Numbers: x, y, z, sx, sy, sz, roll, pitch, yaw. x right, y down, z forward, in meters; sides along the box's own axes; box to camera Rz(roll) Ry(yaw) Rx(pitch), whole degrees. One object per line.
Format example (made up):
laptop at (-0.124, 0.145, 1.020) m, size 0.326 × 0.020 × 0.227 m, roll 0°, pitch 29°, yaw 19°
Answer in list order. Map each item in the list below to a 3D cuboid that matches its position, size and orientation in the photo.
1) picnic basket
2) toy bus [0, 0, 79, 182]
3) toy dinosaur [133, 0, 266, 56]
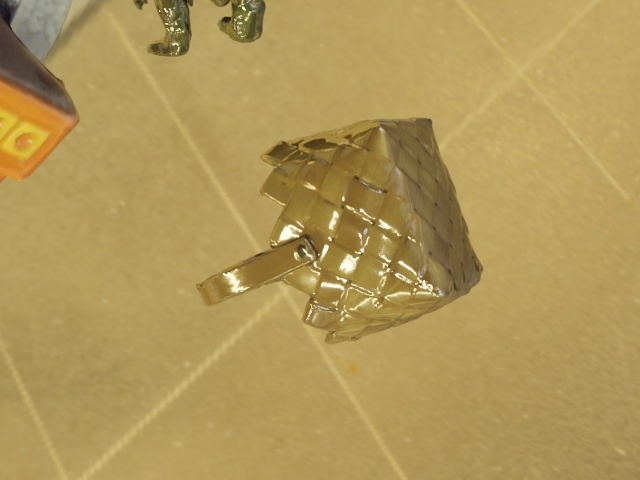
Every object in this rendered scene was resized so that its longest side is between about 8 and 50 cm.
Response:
picnic basket at (0.000, 0.000, 1.000) m, size 0.178 × 0.128 × 0.138 m, roll -19°, pitch 90°, yaw 28°
toy bus at (-0.200, -0.117, 0.417) m, size 0.153 × 0.143 × 0.329 m, roll -46°, pitch 53°, yaw 13°
toy dinosaur at (-0.086, -0.218, 1.007) m, size 0.187 × 0.087 × 0.179 m, roll 37°, pitch 136°, yaw 46°
